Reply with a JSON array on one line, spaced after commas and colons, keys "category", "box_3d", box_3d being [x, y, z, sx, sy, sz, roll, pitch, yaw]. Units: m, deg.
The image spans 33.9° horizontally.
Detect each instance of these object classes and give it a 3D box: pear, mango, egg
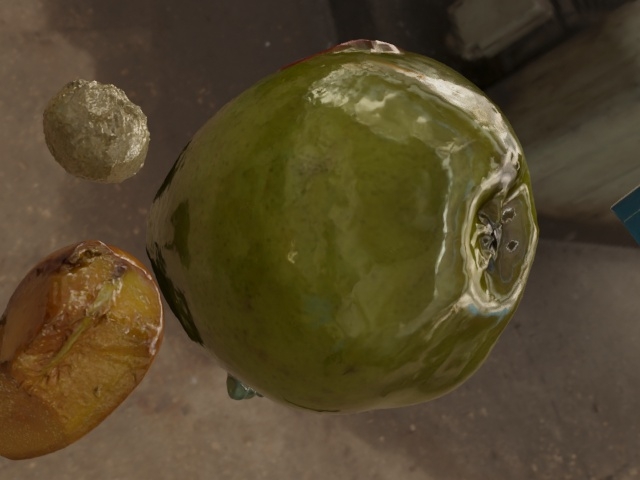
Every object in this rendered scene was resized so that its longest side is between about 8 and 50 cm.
[{"category": "pear", "box_3d": [0.000, 0.000, 0.837, 0.287, 0.375, 0.288, 15, 70, -47]}, {"category": "mango", "box_3d": [-0.316, 0.150, 1.272, 0.199, 0.350, 0.201, -12, 62, -49]}, {"category": "egg", "box_3d": [-0.266, -0.126, 1.251, 0.140, 0.118, 0.116, 55, 52, -34]}]

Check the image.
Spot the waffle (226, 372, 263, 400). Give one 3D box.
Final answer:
[{"category": "waffle", "box_3d": [-0.077, 0.109, 1.728, 0.056, 0.309, 0.292, 18, 32, 18]}]

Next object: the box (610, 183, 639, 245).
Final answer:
[{"category": "box", "box_3d": [0.383, -0.068, 0.972, 0.194, 0.139, 0.073, -28, 77, -37]}]
